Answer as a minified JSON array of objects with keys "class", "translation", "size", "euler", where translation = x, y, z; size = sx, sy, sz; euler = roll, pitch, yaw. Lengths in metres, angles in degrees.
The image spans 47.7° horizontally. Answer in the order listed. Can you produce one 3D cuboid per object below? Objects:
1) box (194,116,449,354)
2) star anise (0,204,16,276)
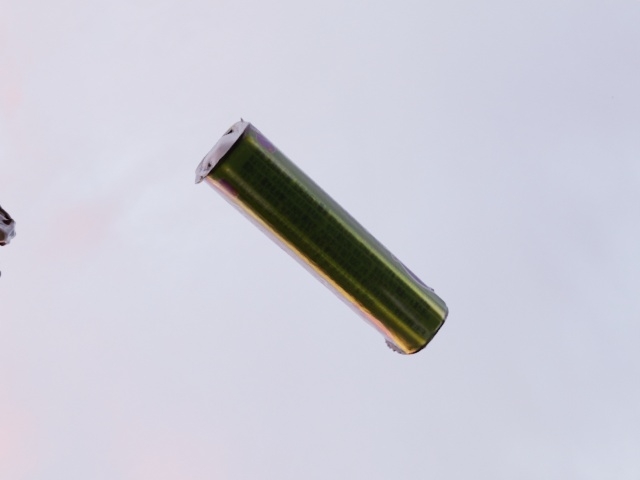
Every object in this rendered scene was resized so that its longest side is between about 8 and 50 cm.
[{"class":"box","translation":[0.000,0.000,0.893],"size":[0.345,0.134,0.097],"euler":[42,-93,-18]},{"class":"star anise","translation":[-0.454,-0.024,0.847],"size":[0.223,0.109,0.236],"euler":[30,-80,2]}]
